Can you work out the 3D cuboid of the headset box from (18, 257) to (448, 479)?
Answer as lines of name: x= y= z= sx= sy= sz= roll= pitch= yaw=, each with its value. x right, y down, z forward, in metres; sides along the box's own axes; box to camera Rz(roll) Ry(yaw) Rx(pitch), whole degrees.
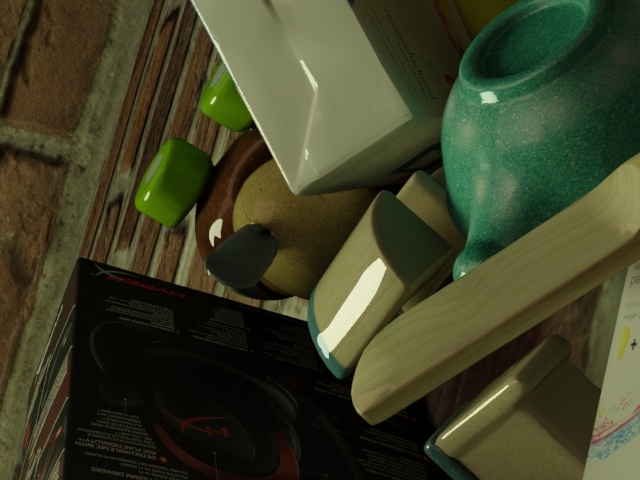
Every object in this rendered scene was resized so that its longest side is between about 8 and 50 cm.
headset box: x=-0.045 y=0.147 z=0.705 sx=0.293 sy=0.218 sz=0.110 roll=-107 pitch=37 yaw=-62

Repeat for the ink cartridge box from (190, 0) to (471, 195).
ink cartridge box: x=0.039 y=-0.104 z=0.724 sx=0.078 sy=0.231 sz=0.134 roll=-33 pitch=80 yaw=27

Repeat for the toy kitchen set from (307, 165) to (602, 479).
toy kitchen set: x=0.097 y=0.046 z=0.635 sx=0.207 sy=0.166 sz=0.122 roll=-35 pitch=-16 yaw=-48

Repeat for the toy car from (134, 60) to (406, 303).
toy car: x=-0.015 y=0.001 z=0.753 sx=0.149 sy=0.155 sz=0.188 roll=-52 pitch=18 yaw=24

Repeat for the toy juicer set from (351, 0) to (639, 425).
toy juicer set: x=0.135 y=-0.062 z=0.521 sx=0.209 sy=0.089 sz=0.329 roll=-23 pitch=31 yaw=27

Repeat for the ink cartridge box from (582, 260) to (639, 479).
ink cartridge box: x=0.140 y=0.082 z=0.452 sx=0.104 sy=0.061 sz=0.181 roll=159 pitch=127 yaw=-70
